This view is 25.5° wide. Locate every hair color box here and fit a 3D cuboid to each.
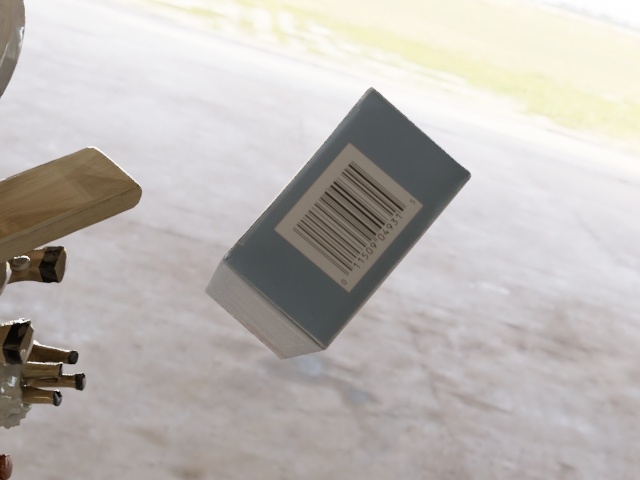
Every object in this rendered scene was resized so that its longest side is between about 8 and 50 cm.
[{"bbox_3d":[0.000,0.000,1.272,0.113,0.185,0.374,41,-9,-1],"label":"hair color box"}]

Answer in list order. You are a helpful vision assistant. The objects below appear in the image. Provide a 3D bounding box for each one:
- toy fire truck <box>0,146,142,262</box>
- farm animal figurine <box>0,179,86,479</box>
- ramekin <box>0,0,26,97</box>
[{"bbox_3d":[-0.227,-0.053,0.634,0.246,0.158,0.217,31,25,-52],"label":"toy fire truck"},{"bbox_3d":[-0.306,0.033,1.006,0.172,0.330,0.327,0,20,10],"label":"farm animal figurine"},{"bbox_3d":[-0.349,-0.172,1.124,0.207,0.207,0.109,23,-5,31],"label":"ramekin"}]
